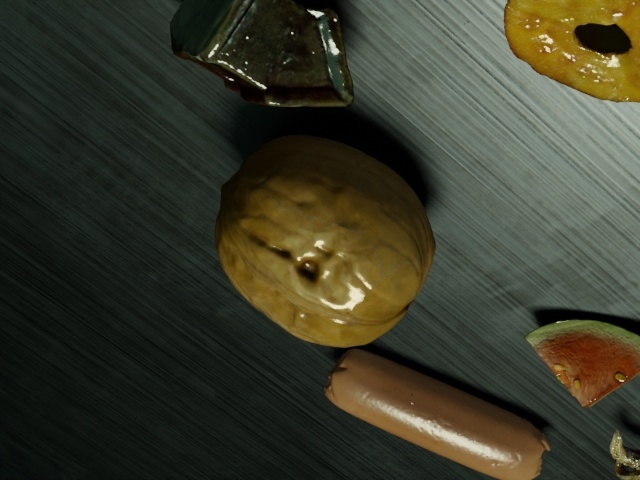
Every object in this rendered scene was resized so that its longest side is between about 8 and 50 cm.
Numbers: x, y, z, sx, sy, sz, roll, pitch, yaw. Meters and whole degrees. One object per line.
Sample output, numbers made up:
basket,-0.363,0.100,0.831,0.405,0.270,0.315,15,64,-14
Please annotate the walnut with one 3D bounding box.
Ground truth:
walnut,0.000,0.000,1.031,0.222,0.195,0.195,32,144,-5

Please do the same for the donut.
donut,0.216,-0.167,0.780,0.152,0.058,0.152,21,156,10

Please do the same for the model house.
model house,-0.044,-0.173,0.931,0.152,0.106,0.165,31,-178,-26

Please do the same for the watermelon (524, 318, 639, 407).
watermelon,0.292,0.135,1.096,0.135,0.094,0.125,-23,114,42

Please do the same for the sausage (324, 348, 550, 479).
sausage,0.144,0.218,1.299,0.289,0.086,0.086,24,144,5

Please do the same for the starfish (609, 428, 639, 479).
starfish,0.434,0.263,1.202,0.213,0.057,0.238,14,147,4
